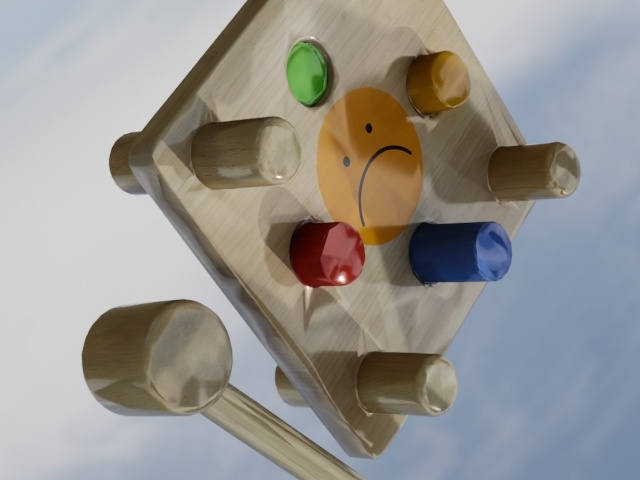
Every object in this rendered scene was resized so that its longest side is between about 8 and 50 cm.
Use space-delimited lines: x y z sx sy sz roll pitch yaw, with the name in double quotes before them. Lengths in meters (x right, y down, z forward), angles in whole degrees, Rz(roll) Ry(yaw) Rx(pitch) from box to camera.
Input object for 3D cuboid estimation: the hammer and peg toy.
"hammer and peg toy" 0.000 0.000 0.959 0.127 0.266 0.361 -2 -136 44
